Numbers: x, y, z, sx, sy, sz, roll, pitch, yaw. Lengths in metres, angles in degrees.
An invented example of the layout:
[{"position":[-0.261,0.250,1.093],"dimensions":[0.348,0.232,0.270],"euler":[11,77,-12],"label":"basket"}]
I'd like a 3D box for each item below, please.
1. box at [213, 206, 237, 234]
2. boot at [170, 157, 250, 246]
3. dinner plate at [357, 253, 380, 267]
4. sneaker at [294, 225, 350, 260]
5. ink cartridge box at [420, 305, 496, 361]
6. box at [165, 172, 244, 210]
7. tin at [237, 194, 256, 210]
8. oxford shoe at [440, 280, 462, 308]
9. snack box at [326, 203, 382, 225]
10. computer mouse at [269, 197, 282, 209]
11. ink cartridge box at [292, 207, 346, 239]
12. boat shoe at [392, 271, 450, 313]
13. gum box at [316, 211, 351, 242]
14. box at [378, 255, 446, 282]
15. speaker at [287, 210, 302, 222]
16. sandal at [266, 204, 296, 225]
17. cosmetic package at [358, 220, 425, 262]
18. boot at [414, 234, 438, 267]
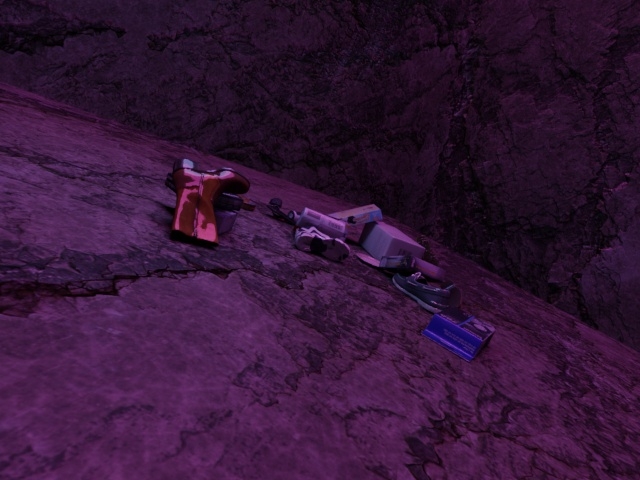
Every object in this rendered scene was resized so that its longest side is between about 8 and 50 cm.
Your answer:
[{"position":[-0.372,-0.083,1.520],"dimensions":[0.126,0.072,0.137],"euler":[24,11,3],"label":"box"},{"position":[-0.328,-0.110,1.364],"dimensions":[0.263,0.096,0.281],"euler":[18,47,-39],"label":"boot"},{"position":[0.228,0.097,1.996],"dimensions":[0.141,0.017,0.141],"euler":[21,11,-4],"label":"dinner plate"},{"position":[0.000,0.000,1.797],"dimensions":[0.234,0.094,0.153],"euler":[8,23,-17],"label":"sneaker"},{"position":[0.452,0.289,1.414],"dimensions":[0.165,0.065,0.332],"euler":[29,14,27],"label":"ink cartridge box"},{"position":[-0.406,-0.169,1.540],"dimensions":[0.220,0.051,0.175],"euler":[10,15,-43],"label":"box"},{"position":[-0.393,-0.190,2.081],"dimensions":[0.189,0.040,0.106],"euler":[26,8,16],"label":"tin"},{"position":[0.559,0.243,1.840],"dimensions":[0.076,0.076,0.212],"euler":[60,16,-14],"label":"oxford shoe"},{"position":[0.146,-0.116,2.295],"dimensions":[0.321,0.060,0.187],"euler":[-13,13,0],"label":"snack box"},{"position":[-0.247,-0.204,2.422],"dimensions":[0.071,0.041,0.242],"euler":[22,12,-7],"label":"computer mouse"},{"position":[-0.016,-0.039,1.906],"dimensions":[0.188,0.066,0.232],"euler":[21,-32,-9],"label":"ink cartridge box"},{"position":[0.392,0.179,1.711],"dimensions":[0.116,0.099,0.319],"euler":[14,13,-25],"label":"boat shoe"},{"position":[0.041,-0.061,2.137],"dimensions":[0.188,0.107,0.062],"euler":[17,13,-27],"label":"gum box"},{"position":[0.383,0.120,1.862],"dimensions":[0.182,0.056,0.231],"euler":[23,-11,-21],"label":"box"},{"position":[-0.103,-0.114,2.244],"dimensions":[0.136,0.055,0.055],"euler":[11,16,-48],"label":"speaker"},{"position":[-0.189,-0.112,2.127],"dimensions":[0.179,0.040,0.067],"euler":[35,14,-13],"label":"sandal"},{"position":[0.349,0.022,2.226],"dimensions":[0.196,0.155,0.365],"euler":[18,11,-17],"label":"cosmetic package"},{"position":[0.528,0.100,2.296],"dimensions":[0.089,0.237,0.269],"euler":[-7,-11,0],"label":"boot"}]
